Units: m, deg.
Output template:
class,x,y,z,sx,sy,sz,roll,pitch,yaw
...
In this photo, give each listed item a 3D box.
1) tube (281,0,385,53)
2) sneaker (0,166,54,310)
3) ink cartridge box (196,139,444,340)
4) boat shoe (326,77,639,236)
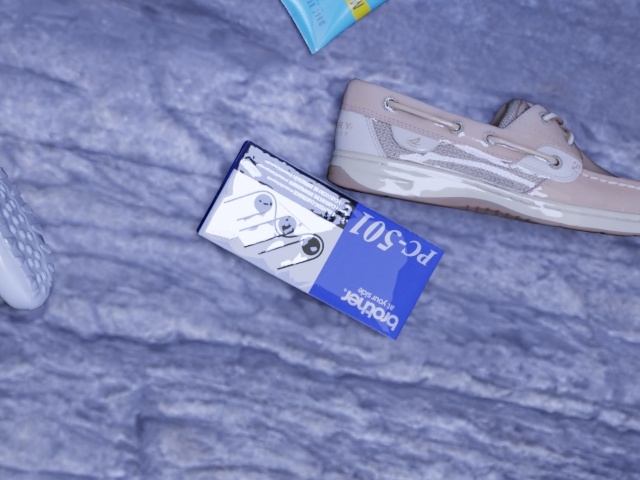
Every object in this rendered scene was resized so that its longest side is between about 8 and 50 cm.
class,x,y,z,sx,sy,sz,roll,pitch,yaw
tube,0.061,-0.257,1.100,0.207,0.052,0.080,-30,88,0
sneaker,-0.320,-0.032,1.039,0.095,0.090,0.235,-33,92,4
ink cartridge box,0.000,0.000,1.102,0.207,0.046,0.097,29,90,-9
boat shoe,0.182,-0.073,1.088,0.341,0.121,0.110,9,93,-8
